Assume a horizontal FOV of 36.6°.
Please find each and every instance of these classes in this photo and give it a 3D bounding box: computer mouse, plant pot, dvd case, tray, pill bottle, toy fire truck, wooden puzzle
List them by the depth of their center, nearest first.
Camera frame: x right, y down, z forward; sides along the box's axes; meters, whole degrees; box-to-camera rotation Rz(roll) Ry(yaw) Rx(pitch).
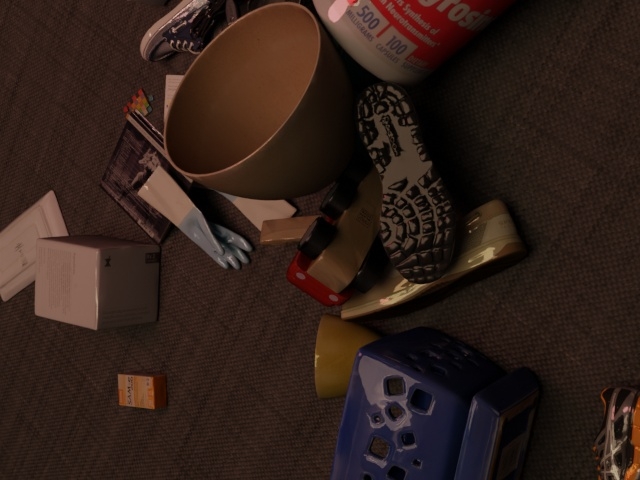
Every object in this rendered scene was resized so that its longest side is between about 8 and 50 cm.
[{"bbox_3d":[0.195,-0.411,1.284,0.408,0.229,0.229,-39,70,32],"label":"pill bottle"},{"bbox_3d":[0.169,0.268,1.352,0.212,0.236,0.236,15,102,28],"label":"plant pot"},{"bbox_3d":[-0.057,-0.169,1.389,0.284,0.191,0.284,-23,50,30],"label":"plant pot"},{"bbox_3d":[0.000,0.000,1.480,0.158,0.217,0.246,34,144,-8],"label":"toy fire truck"},{"bbox_3d":[0.051,0.183,1.504,0.095,0.134,0.134,3,95,12],"label":"plant pot"},{"bbox_3d":[-0.156,-0.277,1.553,0.184,0.060,0.262,-33,53,55],"label":"computer mouse"},{"bbox_3d":[-0.313,-0.111,1.749,0.164,0.018,0.221,45,137,8],"label":"dvd case"},{"bbox_3d":[-0.344,-0.253,1.836,0.083,0.006,0.049,-38,71,32],"label":"wooden puzzle"},{"bbox_3d":[-0.630,0.016,2.053,0.270,0.030,0.145,-31,75,34],"label":"tray"}]

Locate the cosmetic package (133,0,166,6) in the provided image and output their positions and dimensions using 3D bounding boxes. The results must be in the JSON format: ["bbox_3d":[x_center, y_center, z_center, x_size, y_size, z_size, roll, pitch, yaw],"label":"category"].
[{"bbox_3d":[-0.319,-0.658,1.737,0.284,0.097,0.377,-43,68,32],"label":"cosmetic package"}]

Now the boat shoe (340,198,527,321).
[{"bbox_3d":[0.153,0.036,1.424,0.302,0.109,0.098,-28,71,29],"label":"boat shoe"}]

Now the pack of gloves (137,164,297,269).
[{"bbox_3d":[-0.186,-0.058,1.645,0.232,0.046,0.195,41,125,-4],"label":"pack of gloves"}]

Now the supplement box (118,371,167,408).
[{"bbox_3d":[-0.340,0.286,1.847,0.098,0.036,0.062,-2,91,37],"label":"supplement box"}]

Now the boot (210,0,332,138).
[{"bbox_3d":[-0.096,-0.276,1.602,0.223,0.118,0.338,19,98,42],"label":"boot"}]

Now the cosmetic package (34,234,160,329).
[{"bbox_3d":[-0.421,0.074,1.823,0.184,0.151,0.151,8,98,37],"label":"cosmetic package"}]

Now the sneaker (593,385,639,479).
[{"bbox_3d":[0.400,0.291,1.275,0.083,0.084,0.214,17,99,49],"label":"sneaker"}]

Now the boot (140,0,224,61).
[{"bbox_3d":[-0.242,-0.358,1.713,0.190,0.069,0.086,-38,68,30],"label":"boot"}]

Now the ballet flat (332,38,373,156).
[{"bbox_3d":[0.034,-0.241,1.511,0.087,0.083,0.247,10,97,50],"label":"ballet flat"}]

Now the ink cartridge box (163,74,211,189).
[{"bbox_3d":[-0.216,-0.189,1.705,0.115,0.067,0.198,9,99,38],"label":"ink cartridge box"}]

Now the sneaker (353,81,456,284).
[{"bbox_3d":[0.135,-0.082,1.366,0.107,0.124,0.283,-13,88,17],"label":"sneaker"}]
